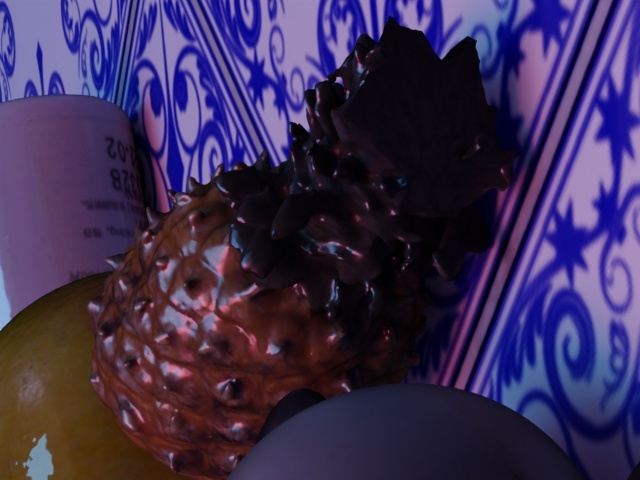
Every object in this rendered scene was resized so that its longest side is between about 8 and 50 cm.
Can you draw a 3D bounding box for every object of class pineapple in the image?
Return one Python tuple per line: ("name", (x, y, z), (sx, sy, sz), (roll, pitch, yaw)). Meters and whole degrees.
("pineapple", (0.000, 0.000, 0.866), (0.279, 0.157, 0.158), (-52, 47, 47))

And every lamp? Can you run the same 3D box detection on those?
("lamp", (0.057, 0.148, 0.710), (0.244, 0.197, 0.198), (-11, 85, 46))

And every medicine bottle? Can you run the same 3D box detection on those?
("medicine bottle", (-0.180, 0.037, 1.306), (0.144, 0.144, 0.252), (135, 128, -63))

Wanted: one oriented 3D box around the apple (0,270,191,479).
("apple", (-0.103, 0.136, 1.068), (0.261, 0.194, 0.261), (175, 90, -66))
